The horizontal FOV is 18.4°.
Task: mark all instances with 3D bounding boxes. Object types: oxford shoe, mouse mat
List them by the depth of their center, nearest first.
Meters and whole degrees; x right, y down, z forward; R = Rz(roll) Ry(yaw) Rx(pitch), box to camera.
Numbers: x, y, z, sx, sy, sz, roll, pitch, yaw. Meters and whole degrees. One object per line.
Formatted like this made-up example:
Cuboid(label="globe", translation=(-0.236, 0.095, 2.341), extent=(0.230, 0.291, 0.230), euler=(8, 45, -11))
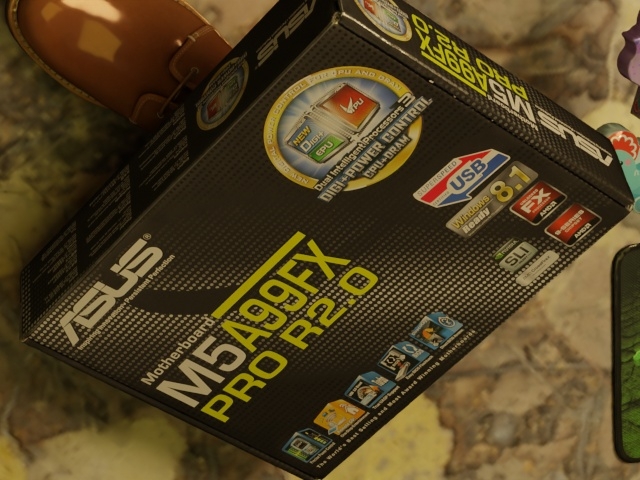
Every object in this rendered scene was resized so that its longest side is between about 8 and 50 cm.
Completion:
Cuboid(label="oxford shoe", translation=(-0.074, -0.085, 1.087), extent=(0.212, 0.076, 0.076), euler=(29, 99, -22))
Cuboid(label="mouse mat", translation=(0.277, 0.061, 1.281), extent=(0.189, 0.007, 0.153), euler=(-10, 110, -15))

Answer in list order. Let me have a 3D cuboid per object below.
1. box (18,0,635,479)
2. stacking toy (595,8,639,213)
Cuboid(label="box", translation=(0.000, 0.000, 1.078), extent=(0.216, 0.060, 0.270), euler=(30, 121, -31))
Cuboid(label="stacking toy", translation=(0.178, -0.073, 1.118), extent=(0.052, 0.167, 0.221), euler=(8, 105, -20))
